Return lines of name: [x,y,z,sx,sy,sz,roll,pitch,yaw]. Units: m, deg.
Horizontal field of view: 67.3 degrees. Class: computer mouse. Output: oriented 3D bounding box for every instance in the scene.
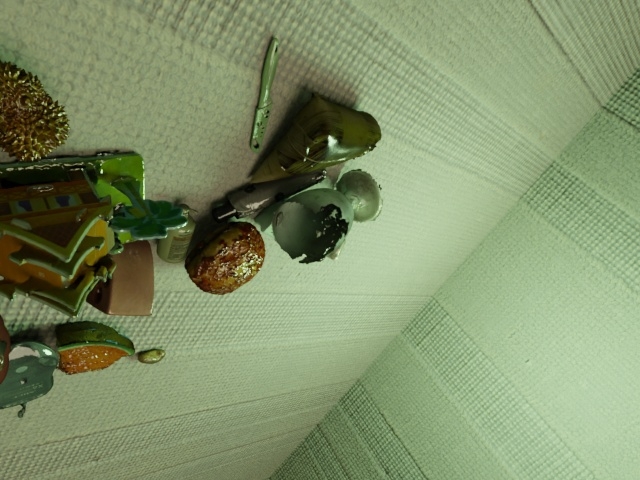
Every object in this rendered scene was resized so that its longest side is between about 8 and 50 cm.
computer mouse: [-0.790,0.359,1.256,0.167,0.090,0.379,-9,142,-40]

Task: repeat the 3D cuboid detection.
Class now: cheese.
cheese: [-0.491,0.077,1.189,0.128,0.202,0.177,14,90,-46]

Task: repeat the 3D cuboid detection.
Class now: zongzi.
zongzi: [-0.010,-0.236,1.281,0.300,0.145,0.273,-38,159,34]

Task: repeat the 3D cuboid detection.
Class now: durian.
durian: [-0.494,-0.206,0.783,0.136,0.168,0.158,-32,111,-35]

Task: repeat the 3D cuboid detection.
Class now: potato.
potato: [-0.545,0.378,1.553,0.092,0.045,0.047,-5,99,-44]

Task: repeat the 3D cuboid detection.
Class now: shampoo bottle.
shampoo bottle: [-0.361,-0.023,1.211,0.079,0.079,0.162,-7,135,-39]

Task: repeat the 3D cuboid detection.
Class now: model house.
model house: [-0.451,0.009,0.937,0.357,0.313,0.243,-12,134,-36]

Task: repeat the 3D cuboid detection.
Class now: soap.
soap: [-0.093,-0.054,1.451,0.119,0.067,0.198,-44,147,12]

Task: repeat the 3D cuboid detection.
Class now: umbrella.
umbrella: [-0.136,-0.133,1.305,0.337,0.073,0.067,-26,150,-18]

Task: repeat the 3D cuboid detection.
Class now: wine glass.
wine glass: [0.025,-0.073,1.356,0.357,0.190,0.191,-35,155,-50]

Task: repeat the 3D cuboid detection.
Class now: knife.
knife: [-0.128,-0.328,1.125,0.043,0.020,0.293,-15,141,-35]

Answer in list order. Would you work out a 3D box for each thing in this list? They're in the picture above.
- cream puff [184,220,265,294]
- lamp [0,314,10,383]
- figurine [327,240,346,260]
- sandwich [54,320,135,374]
cream puff: [-0.249,0.054,1.299,0.239,0.164,0.240,-30,166,-8]
lamp: [-0.777,0.238,0.947,0.303,0.256,0.304,4,90,-71]
figurine: [0.000,0.007,1.477,0.098,0.146,0.081,-48,155,-58]
sandwich: [-0.631,0.293,1.337,0.234,0.079,0.159,5,131,-47]
